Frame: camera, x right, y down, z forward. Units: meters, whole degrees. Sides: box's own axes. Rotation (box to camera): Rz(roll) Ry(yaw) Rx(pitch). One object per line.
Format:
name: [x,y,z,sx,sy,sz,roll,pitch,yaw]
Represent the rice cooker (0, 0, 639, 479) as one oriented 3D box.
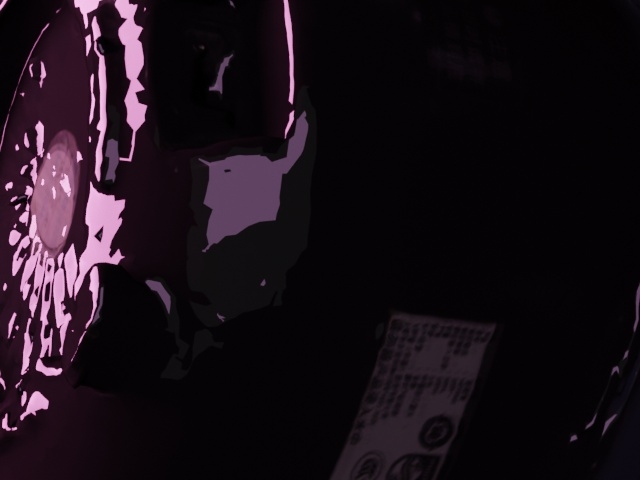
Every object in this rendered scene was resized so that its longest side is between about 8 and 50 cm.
rice cooker: [0.000,0.000,0.544,0.267,0.224,0.267,-26,59,54]
